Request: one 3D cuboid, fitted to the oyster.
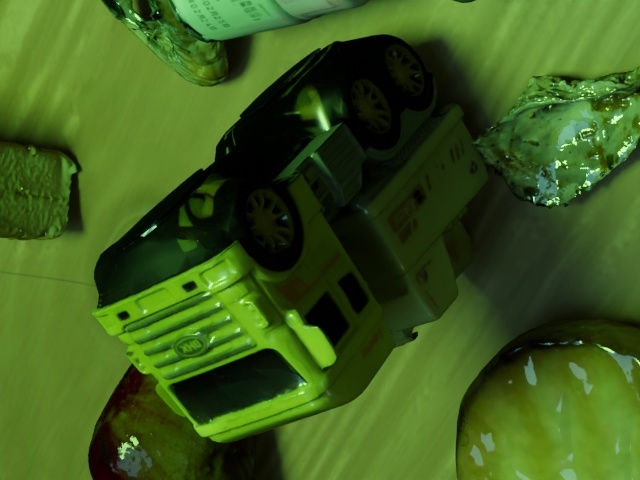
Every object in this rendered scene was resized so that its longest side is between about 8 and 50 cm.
[{"bbox_3d":[0.217,-0.099,1.259,0.105,0.056,0.177,42,128,-4],"label":"oyster"}]

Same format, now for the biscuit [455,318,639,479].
[{"bbox_3d":[0.264,0.209,1.332,0.296,0.102,0.296,15,116,32],"label":"biscuit"}]

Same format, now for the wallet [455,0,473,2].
[{"bbox_3d":[0.069,-0.344,1.192,0.309,0.042,0.165,50,134,-2],"label":"wallet"}]

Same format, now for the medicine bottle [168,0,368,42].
[{"bbox_3d":[-0.042,-0.256,1.310,0.169,0.135,0.135,-5,107,35],"label":"medicine bottle"}]

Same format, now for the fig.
[{"bbox_3d":[-0.120,0.249,1.557,0.290,0.191,0.190,41,126,13],"label":"fig"}]

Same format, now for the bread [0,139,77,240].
[{"bbox_3d":[-0.425,-0.068,1.568,0.239,0.246,0.111,7,89,31],"label":"bread"}]

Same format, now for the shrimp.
[{"bbox_3d":[-0.167,-0.228,1.403,0.150,0.051,0.217,26,157,35],"label":"shrimp"}]

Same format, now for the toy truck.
[{"bbox_3d":[0.000,0.000,1.230,0.181,0.405,0.254,-27,104,38],"label":"toy truck"}]
